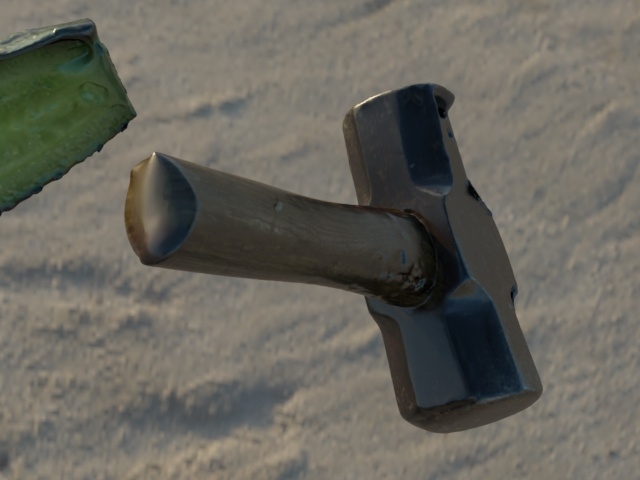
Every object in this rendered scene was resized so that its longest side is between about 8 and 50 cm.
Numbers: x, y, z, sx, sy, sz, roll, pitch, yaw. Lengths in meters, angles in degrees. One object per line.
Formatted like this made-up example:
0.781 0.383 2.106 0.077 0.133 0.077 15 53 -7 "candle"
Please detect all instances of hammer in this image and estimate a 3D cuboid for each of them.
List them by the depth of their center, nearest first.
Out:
0.000 0.000 1.114 0.409 0.095 0.242 10 62 -58 "hammer"

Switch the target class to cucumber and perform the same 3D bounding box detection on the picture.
-0.219 -0.076 1.095 0.193 0.115 0.085 -24 41 -1 "cucumber"
